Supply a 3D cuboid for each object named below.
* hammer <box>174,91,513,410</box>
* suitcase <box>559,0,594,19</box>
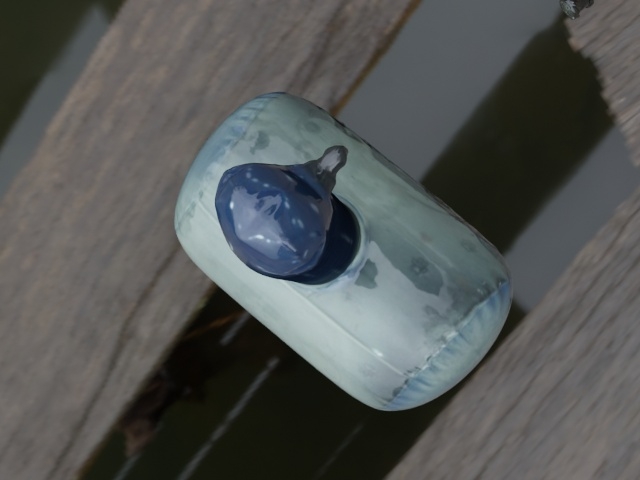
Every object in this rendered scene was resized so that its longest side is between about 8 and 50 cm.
[{"bbox_3d":[0.000,0.000,0.496,0.116,0.194,0.069,40,91,7],"label":"hammer"},{"bbox_3d":[0.237,-0.369,1.544,0.202,0.312,0.128,-39,53,-6],"label":"suitcase"}]
